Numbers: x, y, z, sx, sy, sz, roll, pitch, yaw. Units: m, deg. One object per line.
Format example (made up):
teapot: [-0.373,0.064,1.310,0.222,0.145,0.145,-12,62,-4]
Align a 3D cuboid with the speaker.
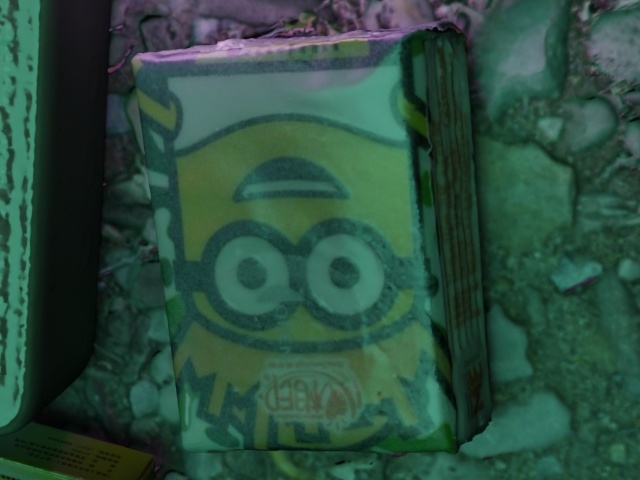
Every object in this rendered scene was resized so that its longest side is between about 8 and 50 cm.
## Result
speaker: [-0.268,-0.059,1.486,0.183,0.184,0.406,4,102,2]

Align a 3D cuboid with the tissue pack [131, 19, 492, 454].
tissue pack: [0.000,0.000,1.450,0.228,0.128,0.311,-2,99,22]

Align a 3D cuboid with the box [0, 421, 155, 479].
box: [-0.271,0.227,1.591,0.260,0.062,0.175,15,120,11]
